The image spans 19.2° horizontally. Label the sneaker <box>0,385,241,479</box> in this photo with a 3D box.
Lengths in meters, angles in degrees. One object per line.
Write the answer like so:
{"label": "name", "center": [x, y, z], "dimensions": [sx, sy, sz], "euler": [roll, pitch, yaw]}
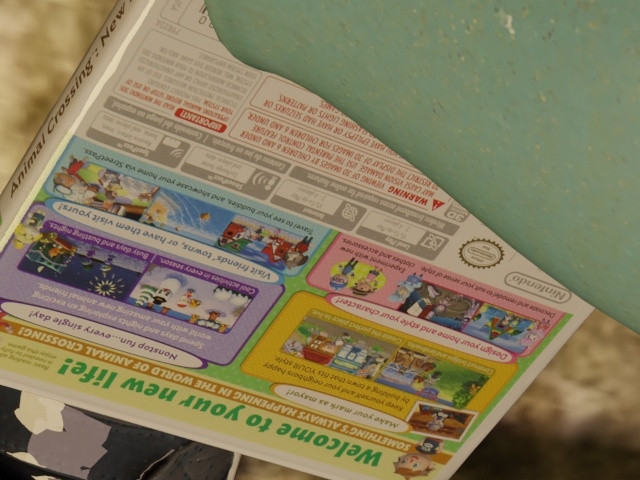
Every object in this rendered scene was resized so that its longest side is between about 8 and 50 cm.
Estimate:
{"label": "sneaker", "center": [-0.117, 0.144, 0.765], "dimensions": [0.126, 0.127, 0.321], "euler": [20, 126, -4]}

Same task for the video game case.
{"label": "video game case", "center": [0.000, 0.000, 0.648], "dimensions": [0.212, 0.023, 0.193], "euler": [19, 124, -27]}

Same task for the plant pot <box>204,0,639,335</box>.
{"label": "plant pot", "center": [0.119, -0.092, 0.471], "dimensions": [0.255, 0.272, 0.272], "euler": [21, 129, 14]}
